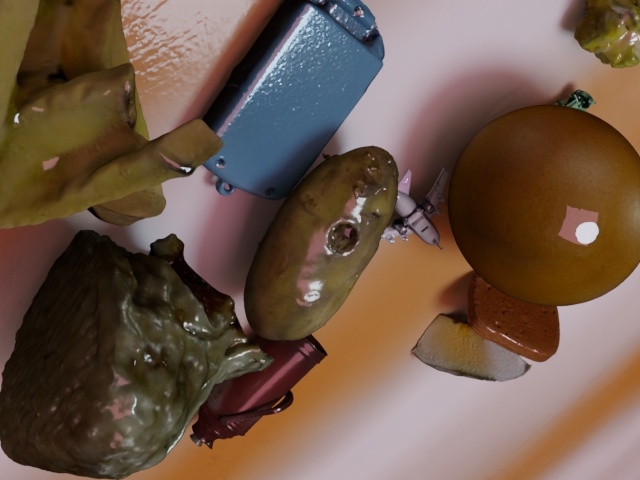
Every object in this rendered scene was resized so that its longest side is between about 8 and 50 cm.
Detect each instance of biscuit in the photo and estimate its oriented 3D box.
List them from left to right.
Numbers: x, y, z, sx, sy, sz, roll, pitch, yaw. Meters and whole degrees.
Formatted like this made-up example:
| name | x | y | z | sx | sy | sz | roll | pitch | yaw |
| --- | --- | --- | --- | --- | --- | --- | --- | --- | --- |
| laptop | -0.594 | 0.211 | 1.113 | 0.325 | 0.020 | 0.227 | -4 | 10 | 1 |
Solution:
| name | x | y | z | sx | sy | sz | roll | pitch | yaw |
| --- | --- | --- | --- | --- | --- | --- | --- | --- | --- |
| biscuit | 0.330 | 0.114 | 1.414 | 0.192 | 0.186 | 0.036 | 26 | 135 | -19 |

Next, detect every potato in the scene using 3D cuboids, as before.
| name | x | y | z | sx | sy | sz | roll | pitch | yaw |
| --- | --- | --- | --- | --- | --- | --- | --- | --- | --- |
| potato | 0.000 | 0.000 | 1.082 | 0.296 | 0.141 | 0.191 | -55 | 165 | 19 |

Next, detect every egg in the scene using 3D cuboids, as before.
| name | x | y | z | sx | sy | sz | roll | pitch | yaw |
| --- | --- | --- | --- | --- | --- | --- | --- | --- | --- |
| egg | 0.335 | -0.046 | 1.193 | 0.351 | 0.282 | 0.283 | 21 | 108 | -53 |

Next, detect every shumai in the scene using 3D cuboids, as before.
| name | x | y | z | sx | sy | sz | roll | pitch | yaw |
| --- | --- | --- | --- | --- | --- | --- | --- | --- | --- |
| shumai | -0.184 | 0.149 | 0.951 | 0.288 | 0.330 | 0.292 | 26 | 90 | -32 |

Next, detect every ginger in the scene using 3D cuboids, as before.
| name | x | y | z | sx | sy | sz | roll | pitch | yaw |
| --- | --- | --- | --- | --- | --- | --- | --- | --- | --- |
| ginger | -0.301 | -0.147 | 0.751 | 0.413 | 0.211 | 0.358 | 10 | 112 | -37 |

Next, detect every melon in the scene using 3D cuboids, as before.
| name | x | y | z | sx | sy | sz | roll | pitch | yaw |
| --- | --- | --- | --- | --- | --- | --- | --- | --- | --- |
| melon | 0.273 | 0.183 | 1.440 | 0.139 | 0.202 | 0.093 | -13 | 114 | -69 |

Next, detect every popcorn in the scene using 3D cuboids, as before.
| name | x | y | z | sx | sy | sz | roll | pitch | yaw |
| --- | --- | --- | --- | --- | --- | --- | --- | --- | --- |
| popcorn | 0.441 | -0.325 | 1.184 | 0.126 | 0.126 | 0.145 | 13 | 137 | -31 |

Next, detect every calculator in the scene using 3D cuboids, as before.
| name | x | y | z | sx | sy | sz | roll | pitch | yaw |
| --- | --- | --- | --- | --- | --- | --- | --- | --- | --- |
| calculator | -0.038 | -0.173 | 1.015 | 0.173 | 0.051 | 0.293 | 28 | 103 | -44 |

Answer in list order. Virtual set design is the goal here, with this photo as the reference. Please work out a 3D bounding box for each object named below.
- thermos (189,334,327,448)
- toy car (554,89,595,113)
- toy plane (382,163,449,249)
| name | x | y | z | sx | sy | sz | roll | pitch | yaw |
| --- | --- | --- | --- | --- | --- | --- | --- | --- | --- |
| thermos | -0.107 | 0.213 | 1.211 | 0.232 | 0.099 | 0.124 | -43 | 97 | 2 |
| toy car | 0.404 | -0.171 | 1.313 | 0.073 | 0.054 | 0.143 | -37 | 130 | -9 |
| toy plane | 0.139 | -0.036 | 1.224 | 0.162 | 0.065 | 0.171 | -40 | 130 | 8 |
